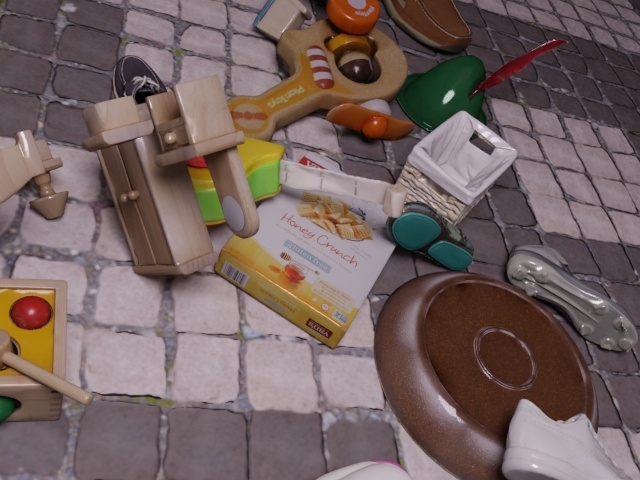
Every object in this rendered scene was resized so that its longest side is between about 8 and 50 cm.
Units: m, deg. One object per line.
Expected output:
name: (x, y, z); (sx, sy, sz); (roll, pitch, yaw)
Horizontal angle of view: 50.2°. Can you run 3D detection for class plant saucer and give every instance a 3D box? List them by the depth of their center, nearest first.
plant saucer: (0.216, 0.153, 0.836); (0.310, 0.050, 0.311); (15, 46, -16)

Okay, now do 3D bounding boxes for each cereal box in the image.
cereal box: (0.000, 0.000, 0.862); (0.173, 0.047, 0.240); (32, 45, 3)

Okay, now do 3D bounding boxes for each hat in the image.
hat: (0.251, -0.294, 1.147); (0.208, 0.184, 0.173); (-26, 66, -40)

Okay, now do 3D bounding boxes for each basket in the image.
basket: (0.193, -0.097, 1.004); (0.113, 0.103, 0.167); (41, 45, 12)

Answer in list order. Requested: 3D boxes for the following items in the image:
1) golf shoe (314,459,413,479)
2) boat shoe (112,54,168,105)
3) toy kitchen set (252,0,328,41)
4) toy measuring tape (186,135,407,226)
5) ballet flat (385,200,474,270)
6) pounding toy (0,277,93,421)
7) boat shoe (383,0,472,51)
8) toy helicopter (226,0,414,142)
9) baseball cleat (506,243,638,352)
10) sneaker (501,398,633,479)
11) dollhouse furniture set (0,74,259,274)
golf shoe: (-0.003, 0.286, 0.532); (0.306, 0.140, 0.115); (-31, 103, -38)
boat shoe: (-0.221, -0.185, 0.902); (0.075, 0.065, 0.206); (-7, 55, -31)
toy kitchen set: (-0.041, -0.421, 1.203); (0.122, 0.166, 0.207); (38, 9, 8)
toy measuring tape: (-0.073, -0.057, 0.773); (0.329, 0.121, 0.121); (15, 44, 9)
ballet flat: (0.137, -0.016, 0.896); (0.188, 0.070, 0.070); (34, 32, -48)
pounding toy: (-0.273, 0.102, 0.600); (0.130, 0.100, 0.141); (4, 50, -23)
boat shoe: (0.188, -0.506, 1.348); (0.122, 0.120, 0.324); (-16, 60, -35)
toy helicopter: (0.001, -0.216, 1.024); (0.355, 0.140, 0.235); (-36, 81, -31)
baseball cleat: (0.359, 0.069, 0.964); (0.205, 0.072, 0.109); (36, 35, -1)
sneaker: (0.287, 0.237, 0.732); (0.212, 0.080, 0.094); (31, 54, -22)
dollhouse furniture set: (-0.278, -0.001, 0.608); (0.355, 0.303, 0.174); (-25, 103, -38)
